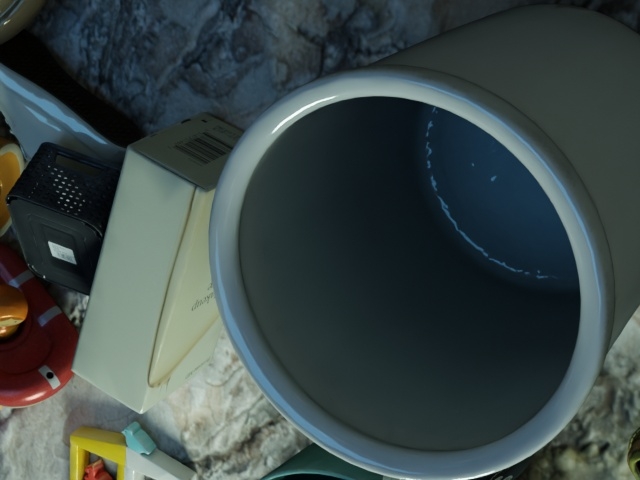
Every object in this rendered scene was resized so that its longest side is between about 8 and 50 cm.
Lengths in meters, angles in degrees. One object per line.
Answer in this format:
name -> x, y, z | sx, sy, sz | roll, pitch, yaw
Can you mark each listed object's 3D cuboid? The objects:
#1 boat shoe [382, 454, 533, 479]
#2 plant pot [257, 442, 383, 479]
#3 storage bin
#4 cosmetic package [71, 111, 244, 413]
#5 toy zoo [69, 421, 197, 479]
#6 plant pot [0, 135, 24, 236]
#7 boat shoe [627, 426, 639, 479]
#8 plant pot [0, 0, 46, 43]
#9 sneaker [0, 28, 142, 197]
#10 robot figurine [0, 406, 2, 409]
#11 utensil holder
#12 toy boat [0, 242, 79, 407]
boat shoe -> 0.167, 0.191, 1.178 | 0.114, 0.302, 0.091 | -1, 116, 43
plant pot -> 0.075, 0.323, 1.324 | 0.293, 0.235, 0.293 | 11, 115, 26
storage bin -> -0.283, -0.018, 1.427 | 0.122, 0.084, 0.180 | 19, 148, 10
cosmetic package -> -0.170, 0.025, 1.398 | 0.113, 0.160, 0.310 | 29, 122, 17
toy zoo -> -0.259, 0.374, 1.663 | 0.192, 0.030, 0.293 | 16, 116, 24
plant pot -> -0.484, -0.081, 1.529 | 0.187, 0.205, 0.205 | 13, 115, 9
boat shoe -> 0.433, 0.280, 1.178 | 0.307, 0.104, 0.111 | 30, 121, 17
plant pot -> -0.411, -0.341, 1.368 | 0.237, 0.109, 0.237 | -5, 78, 25
sneaker -> -0.355, -0.159, 1.464 | 0.290, 0.106, 0.123 | 42, 121, 8
robot figurine -> -0.503, 0.164, 1.664 | 0.219, 0.158, 0.128 | 35, 151, 14
utensil holder -> 0.143, -0.024, 1.059 | 0.327, 0.385, 0.328 | 11, 113, 27
toy boat -> -0.404, 0.100, 1.549 | 0.231, 0.151, 0.151 | 51, 156, 3
